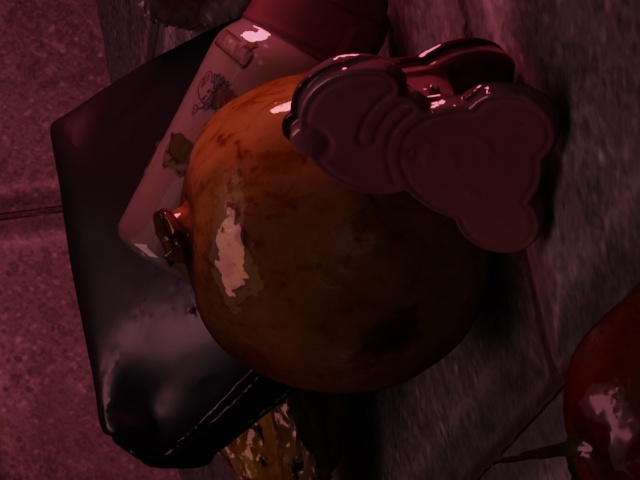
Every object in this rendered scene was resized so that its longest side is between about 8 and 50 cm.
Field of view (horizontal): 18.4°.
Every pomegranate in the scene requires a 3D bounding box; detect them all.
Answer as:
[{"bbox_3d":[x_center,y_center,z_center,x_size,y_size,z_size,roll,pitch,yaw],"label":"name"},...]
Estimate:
[{"bbox_3d":[0.000,0.000,1.253,0.215,0.215,0.215,172,90,-78],"label":"pomegranate"}]

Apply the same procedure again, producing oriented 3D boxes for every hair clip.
[{"bbox_3d":[0.059,-0.056,1.116,0.123,0.138,0.102,104,151,-43],"label":"hair clip"}]

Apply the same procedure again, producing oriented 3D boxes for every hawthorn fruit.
[{"bbox_3d":[0.152,0.072,0.800,0.125,0.140,0.125,-15,-90,-69],"label":"hawthorn fruit"}]

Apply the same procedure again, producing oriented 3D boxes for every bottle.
[{"bbox_3d":[-0.037,-0.087,1.399,0.253,0.120,0.120,-61,16,3],"label":"bottle"}]

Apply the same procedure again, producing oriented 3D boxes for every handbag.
[{"bbox_3d":[-0.062,-0.023,1.548,0.288,0.152,0.342,-32,59,34],"label":"handbag"}]

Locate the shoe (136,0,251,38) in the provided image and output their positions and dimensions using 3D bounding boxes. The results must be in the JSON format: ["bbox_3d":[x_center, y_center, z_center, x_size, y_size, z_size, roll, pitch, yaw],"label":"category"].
[{"bbox_3d":[-0.091,-0.326,1.549,0.351,0.172,0.198,78,-174,-51],"label":"shoe"}]

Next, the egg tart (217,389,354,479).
[{"bbox_3d":[-0.033,0.121,1.739,0.291,0.107,0.291,164,90,-71],"label":"egg tart"}]

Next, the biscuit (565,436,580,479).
[{"bbox_3d":[0.178,0.198,0.950,0.322,0.038,0.099,-114,17,-54],"label":"biscuit"}]
